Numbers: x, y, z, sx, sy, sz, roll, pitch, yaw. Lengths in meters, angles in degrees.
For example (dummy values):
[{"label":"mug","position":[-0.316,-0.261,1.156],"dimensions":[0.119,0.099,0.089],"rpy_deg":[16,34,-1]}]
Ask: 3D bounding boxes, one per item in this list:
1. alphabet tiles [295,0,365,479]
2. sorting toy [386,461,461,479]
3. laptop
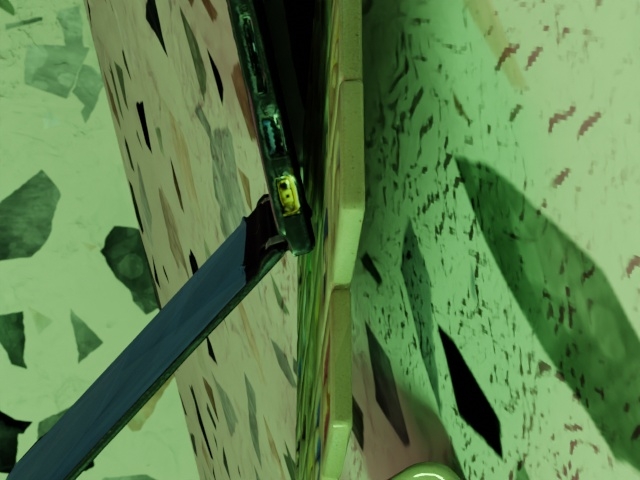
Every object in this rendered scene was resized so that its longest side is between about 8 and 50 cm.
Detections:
[{"label":"alphabet tiles","position":[0.000,0.000,0.655],"dimensions":[0.342,0.011,0.285],"rpy_deg":[98,174,-60]},{"label":"sorting toy","position":[0.040,0.250,0.723],"dimensions":[0.193,0.038,0.208],"rpy_deg":[-38,62,32]},{"label":"laptop","position":[-0.134,-0.043,0.741],"dimensions":[0.382,0.236,0.408],"rpy_deg":[-122,19,-84]}]
